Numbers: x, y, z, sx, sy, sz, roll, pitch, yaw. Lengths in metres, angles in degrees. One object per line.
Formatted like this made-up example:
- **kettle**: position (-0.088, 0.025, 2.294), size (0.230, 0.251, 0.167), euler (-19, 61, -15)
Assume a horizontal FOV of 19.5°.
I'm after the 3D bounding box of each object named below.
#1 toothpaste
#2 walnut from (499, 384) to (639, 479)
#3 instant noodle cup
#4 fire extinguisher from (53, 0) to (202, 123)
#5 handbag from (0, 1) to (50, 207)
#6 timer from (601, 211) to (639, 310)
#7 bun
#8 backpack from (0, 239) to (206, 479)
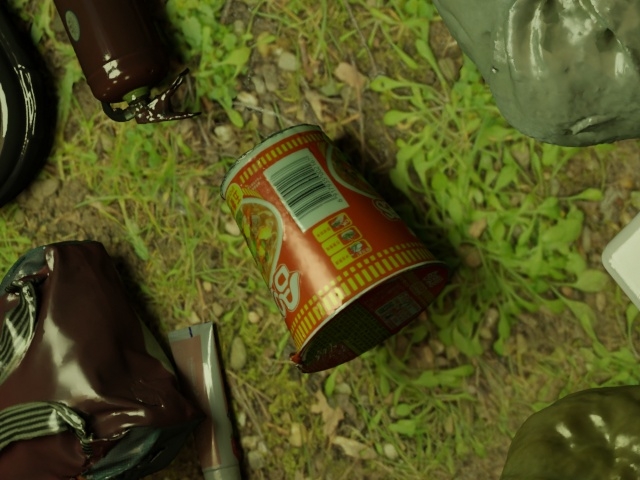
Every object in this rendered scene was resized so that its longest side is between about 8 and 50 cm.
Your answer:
- **toothpaste**: position (-0.129, 0.193, 2.120), size (0.067, 0.043, 0.194), euler (-16, 84, 34)
- **walnut**: position (0.293, 0.282, 1.763), size (0.277, 0.282, 0.253), euler (18, 147, 35)
- **instant noodle cup**: position (0.000, 0.000, 1.946), size (0.193, 0.193, 0.212), euler (-44, 68, 27)
- **fire extinguisher**: position (-0.234, -0.273, 2.065), size (0.141, 0.105, 0.341), euler (-29, 80, 31)
- **handbag**: position (-0.440, -0.178, 2.208), size (0.254, 0.093, 0.308), euler (-34, 80, 28)
- **timer**: position (0.406, 0.023, 1.671), size (0.195, 0.192, 0.194), euler (-47, 60, 23)
- **bun**: position (0.249, -0.261, 1.697), size (0.354, 0.194, 0.354), euler (-15, 70, 47)
- **backpack**: position (-0.314, 0.188, 2.131), size (0.317, 0.197, 0.283), euler (-43, 65, 31)
